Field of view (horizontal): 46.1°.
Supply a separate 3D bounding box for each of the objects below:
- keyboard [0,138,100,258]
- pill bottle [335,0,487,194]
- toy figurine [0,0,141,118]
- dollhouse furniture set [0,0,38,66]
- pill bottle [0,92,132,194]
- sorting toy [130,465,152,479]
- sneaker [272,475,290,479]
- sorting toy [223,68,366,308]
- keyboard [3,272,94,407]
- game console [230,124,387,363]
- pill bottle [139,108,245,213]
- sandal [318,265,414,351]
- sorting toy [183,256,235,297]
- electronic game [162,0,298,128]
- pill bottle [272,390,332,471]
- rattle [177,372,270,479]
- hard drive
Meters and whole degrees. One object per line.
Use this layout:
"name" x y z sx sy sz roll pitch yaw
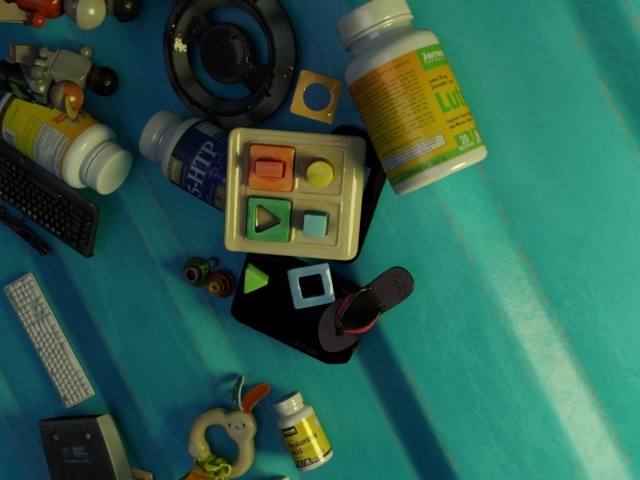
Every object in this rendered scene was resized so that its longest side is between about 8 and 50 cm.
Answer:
"keyboard" -0.523 -0.066 1.319 0.317 0.033 0.201 33 131 12
"pill bottle" 0.115 -0.197 1.012 0.136 0.136 0.246 -23 92 24
"toy figurine" -0.380 -0.306 1.150 0.148 0.213 0.210 17 110 1
"dollhouse furniture set" -0.639 -0.386 1.228 0.174 0.303 0.356 13 107 58
"pill bottle" -0.418 -0.165 1.239 0.215 0.117 0.117 33 110 12
"sorting toy" -0.324 0.454 1.384 0.083 0.012 0.062 10 104 20
"sneaker" -0.104 0.462 1.275 0.152 0.058 0.085 -26 82 17
"sorting toy" -0.037 -0.064 1.065 0.196 0.047 0.348 4 104 -1
"keyboard" -0.505 0.186 1.401 0.072 0.014 0.256 -28 90 24
"game console" 0.000 0.000 1.149 0.213 0.044 0.361 23 107 15
"pill bottle" -0.179 -0.123 1.157 0.186 0.112 0.112 29 110 14
"sandal" 0.059 0.102 1.104 0.179 0.040 0.067 -41 88 22
"sorting toy" -0.189 0.060 1.235 0.102 0.042 0.061 18 107 17
"electronic game" -0.140 -0.284 1.143 0.229 0.048 0.229 7 107 22
"pill bottle" -0.032 0.305 1.211 0.065 0.065 0.116 -25 90 24
"rattle" -0.171 0.325 1.235 0.130 0.142 0.200 51 121 25
"hard drive" -0.420 0.442 1.389 0.172 0.054 0.255 -10 96 29
